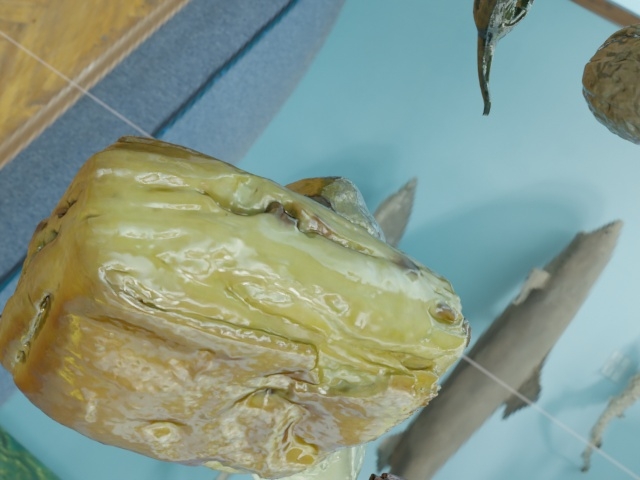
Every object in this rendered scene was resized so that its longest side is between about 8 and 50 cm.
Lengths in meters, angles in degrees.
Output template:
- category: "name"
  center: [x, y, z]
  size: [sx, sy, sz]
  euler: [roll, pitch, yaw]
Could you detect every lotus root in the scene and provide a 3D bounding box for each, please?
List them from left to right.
- category: "lotus root"
  center: [-0.001, 0.000, 1.314]
  size: [0.188, 0.199, 0.180]
  euler: [-26, 172, 1]

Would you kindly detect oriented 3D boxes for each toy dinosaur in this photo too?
- category: "toy dinosaur"
  center: [0.219, -0.281, 1.116]
  size: [0.179, 0.087, 0.187]
  euler: [-62, 166, -9]

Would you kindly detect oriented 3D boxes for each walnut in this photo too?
- category: "walnut"
  center: [0.434, -0.199, 1.103]
  size: [0.178, 0.230, 0.178]
  euler: [-11, 113, -27]

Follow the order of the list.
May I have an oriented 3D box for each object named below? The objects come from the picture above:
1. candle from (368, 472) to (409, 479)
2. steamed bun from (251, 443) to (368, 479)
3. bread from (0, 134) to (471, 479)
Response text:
- category: "candle"
  center: [0.138, 0.340, 1.174]
  size: [0.021, 0.167, 0.026]
  euler: [-39, -141, 48]
- category: "steamed bun"
  center: [-0.019, 0.194, 1.079]
  size: [0.200, 0.154, 0.250]
  euler: [-58, 150, -68]
- category: "bread"
  center: [-0.059, 0.059, 0.496]
  size: [0.210, 0.235, 0.099]
  euler: [-43, -150, 44]
